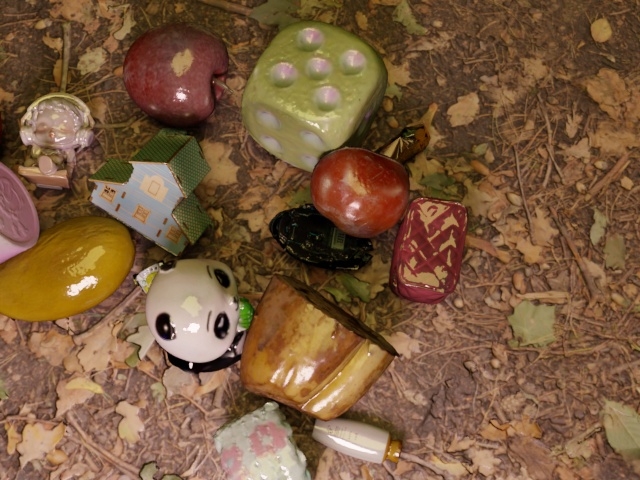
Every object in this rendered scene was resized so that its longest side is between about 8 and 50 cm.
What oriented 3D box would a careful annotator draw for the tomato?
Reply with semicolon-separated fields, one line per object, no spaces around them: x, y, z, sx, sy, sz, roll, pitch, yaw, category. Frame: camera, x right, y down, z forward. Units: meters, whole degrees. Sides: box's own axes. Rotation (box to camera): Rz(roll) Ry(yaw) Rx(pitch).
0.087;-0.085;1.656;0.214;0.180;0.155;12;53;-19;tomato

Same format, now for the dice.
-0.010;-0.312;1.735;0.250;0.252;0.254;29;70;8;dice

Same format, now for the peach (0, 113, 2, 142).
-0.816;-0.230;1.692;0.281;0.238;0.280;0;90;33;peach

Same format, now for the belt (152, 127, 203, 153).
-0.324;-0.196;1.784;0.140;0.058;0.105;43;71;14;belt

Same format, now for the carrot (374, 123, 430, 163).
0.152;-0.191;1.798;0.229;0.069;0.069;-34;74;-12;carrot

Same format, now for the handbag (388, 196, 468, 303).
0.233;0.023;1.684;0.147;0.135;0.225;12;74;2;handbag

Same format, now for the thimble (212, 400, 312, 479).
-0.108;0.420;1.494;0.149;0.185;0.211;-22;97;-8;thimble

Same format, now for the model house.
-0.328;-0.125;1.648;0.271;0.206;0.178;34;37;-1;model house

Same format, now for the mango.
-0.540;0.069;1.646;0.332;0.142;0.195;-32;69;-4;mango

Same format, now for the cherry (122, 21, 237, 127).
-0.313;-0.377;1.771;0.285;0.213;0.236;22;62;16;cherry

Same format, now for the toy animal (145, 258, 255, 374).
-0.233;0.149;1.557;0.213;0.266;0.212;2;66;-5;toy animal

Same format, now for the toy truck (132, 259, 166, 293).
-0.345;0.092;1.653;0.076;0.111;0.077;-30;80;-11;toy truck

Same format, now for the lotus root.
-0.012;0.227;1.525;0.316;0.316;0.250;29;83;9;lotus root

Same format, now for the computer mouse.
0.000;0.000;1.712;0.242;0.077;0.146;15;62;-7;computer mouse

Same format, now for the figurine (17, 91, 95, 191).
-0.592;-0.231;1.745;0.163;0.141;0.236;9;70;-4;figurine

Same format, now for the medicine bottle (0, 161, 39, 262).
-0.765;-0.013;1.579;0.326;0.212;0.212;-23;71;11;medicine bottle

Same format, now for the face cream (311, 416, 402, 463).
0.074;0.401;1.583;0.182;0.051;0.072;15;69;5;face cream
